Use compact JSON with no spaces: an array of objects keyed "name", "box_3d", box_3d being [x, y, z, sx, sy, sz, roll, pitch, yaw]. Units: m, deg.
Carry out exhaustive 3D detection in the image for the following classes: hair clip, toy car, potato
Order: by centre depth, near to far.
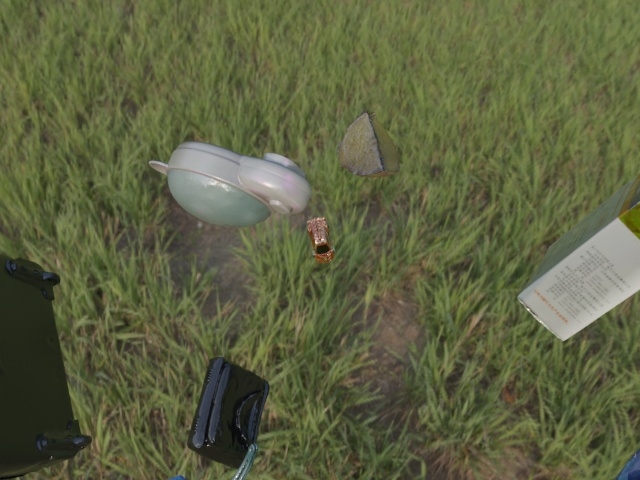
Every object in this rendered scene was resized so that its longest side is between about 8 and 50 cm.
[{"name":"potato","box_3d":[0.100,-0.152,1.333,0.089,0.101,0.172,29,33,-39]},{"name":"hair clip","box_3d":[-0.214,0.579,1.656,0.039,0.070,0.229,33,86,45]},{"name":"toy car","box_3d":[0.000,0.000,1.786,0.059,0.121,0.035,-13,5,0]}]

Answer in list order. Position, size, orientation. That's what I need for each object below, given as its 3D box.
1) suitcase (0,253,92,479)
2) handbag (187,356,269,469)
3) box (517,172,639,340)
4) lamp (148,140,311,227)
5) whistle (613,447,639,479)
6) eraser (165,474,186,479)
[{"name":"suitcase","box_3d":[-0.513,0.180,1.010,0.188,0.339,0.345,-19,72,7]},{"name":"handbag","box_3d":[-0.246,0.486,1.962,0.088,0.244,0.275,-12,55,33]},{"name":"box","box_3d":[0.460,0.000,1.059,0.106,0.299,0.200,45,39,6]},{"name":"lamp","box_3d":[-0.131,-0.074,1.057,0.246,0.179,0.107,8,78,28]},{"name":"whistle","box_3d":[0.220,0.236,0.524,0.062,0.304,0.062,28,14,-8]},{"name":"eraser","box_3d":[-0.180,0.301,0.469,0.144,0.042,0.312,-28,17,15]}]
